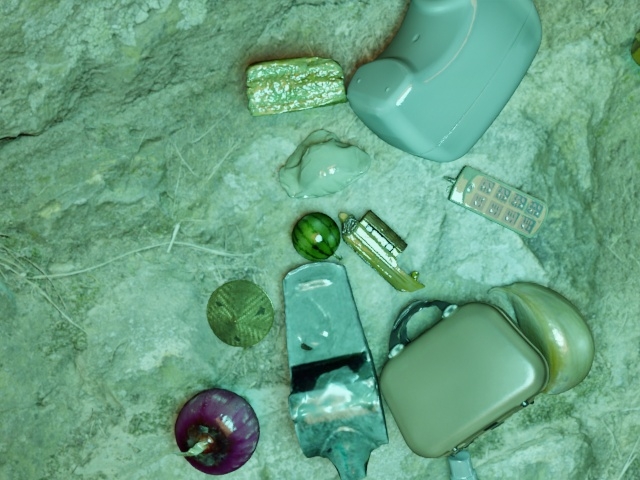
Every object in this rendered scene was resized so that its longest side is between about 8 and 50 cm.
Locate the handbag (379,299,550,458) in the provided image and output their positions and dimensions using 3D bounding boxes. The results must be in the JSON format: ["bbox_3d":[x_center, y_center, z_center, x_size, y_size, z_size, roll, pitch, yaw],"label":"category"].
[{"bbox_3d":[0.254,0.239,1.180,0.302,0.149,0.283,-41,66,16],"label":"handbag"}]

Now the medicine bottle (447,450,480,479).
[{"bbox_3d":[0.324,0.609,1.262,0.110,0.110,0.352,-13,96,4],"label":"medicine bottle"}]

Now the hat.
[{"bbox_3d":[-0.171,0.159,1.255,0.146,0.067,0.146,0,97,3],"label":"hat"}]

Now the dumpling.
[{"bbox_3d":[0.007,-0.158,1.206,0.169,0.100,0.134,-28,58,27],"label":"dumpling"}]

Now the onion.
[{"bbox_3d":[-0.211,0.391,1.246,0.177,0.153,0.177,0,93,-10],"label":"onion"}]

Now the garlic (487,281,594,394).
[{"bbox_3d":[0.449,0.188,1.210,0.164,0.145,0.245,-21,94,36],"label":"garlic"}]

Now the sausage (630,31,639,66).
[{"bbox_3d":[0.738,-0.306,1.138,0.328,0.112,0.112,32,97,-2],"label":"sausage"}]

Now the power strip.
[{"bbox_3d":[0.350,-0.079,1.220,0.227,0.029,0.080,25,97,0],"label":"power strip"}]

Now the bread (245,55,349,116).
[{"bbox_3d":[-0.045,-0.298,1.162,0.196,0.138,0.102,-6,107,3],"label":"bread"}]

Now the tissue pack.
[{"bbox_3d":[0.232,-0.305,1.093,0.236,0.229,0.333,31,96,-32],"label":"tissue pack"}]

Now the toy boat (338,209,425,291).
[{"bbox_3d":[0.125,0.018,1.225,0.226,0.068,0.088,42,89,-2],"label":"toy boat"}]

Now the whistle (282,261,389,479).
[{"bbox_3d":[0.020,0.251,1.192,0.168,0.188,0.405,-12,98,5],"label":"whistle"}]

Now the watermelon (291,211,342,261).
[{"bbox_3d":[-0.005,-0.004,1.215,0.109,0.109,0.109,0,97,3],"label":"watermelon"}]
